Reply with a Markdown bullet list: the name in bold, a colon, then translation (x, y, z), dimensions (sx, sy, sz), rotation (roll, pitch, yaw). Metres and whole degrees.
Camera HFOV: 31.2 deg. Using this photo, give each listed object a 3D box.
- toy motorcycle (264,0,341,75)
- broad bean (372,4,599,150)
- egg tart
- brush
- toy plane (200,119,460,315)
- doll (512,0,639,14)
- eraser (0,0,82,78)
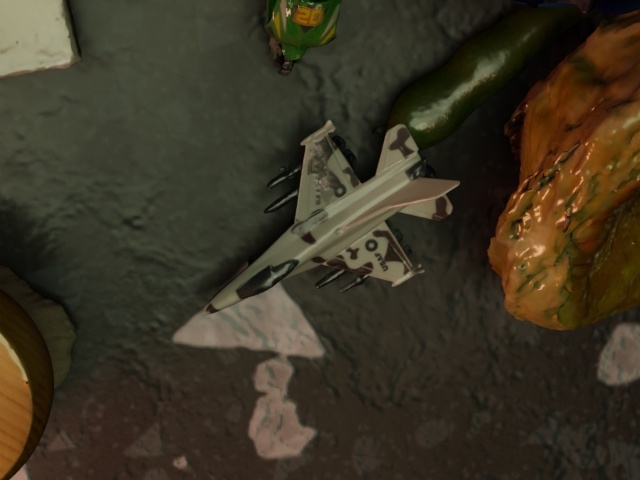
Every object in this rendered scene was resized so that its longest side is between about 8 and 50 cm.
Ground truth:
- **toy motorcycle**: translation (-0.011, -0.214, 0.851), dimensions (0.074, 0.106, 0.190), rotation (7, 104, -11)
- **broad bean**: translation (0.152, -0.155, 0.925), dimensions (0.256, 0.052, 0.053), rotation (-36, 148, -2)
- **egg tart**: translation (0.257, -0.081, 0.867), dimensions (0.352, 0.352, 0.150), rotation (-37, 66, 1)
- **brush**: translation (-0.315, 0.067, 0.840), dimensions (0.266, 0.166, 0.174), rotation (39, 96, -15)
- **toy plane**: translation (0.004, -0.010, 0.927), dimensions (0.234, 0.082, 0.160), rotation (-27, 117, 13)
- **doll**: translation (0.196, -0.294, 0.803), dimensions (0.309, 0.240, 0.284), rotation (-25, 68, 1)
- **eraser**: translation (-0.355, -0.163, 0.823), dimensions (0.343, 0.078, 0.144), rotation (-12, 106, -7)
